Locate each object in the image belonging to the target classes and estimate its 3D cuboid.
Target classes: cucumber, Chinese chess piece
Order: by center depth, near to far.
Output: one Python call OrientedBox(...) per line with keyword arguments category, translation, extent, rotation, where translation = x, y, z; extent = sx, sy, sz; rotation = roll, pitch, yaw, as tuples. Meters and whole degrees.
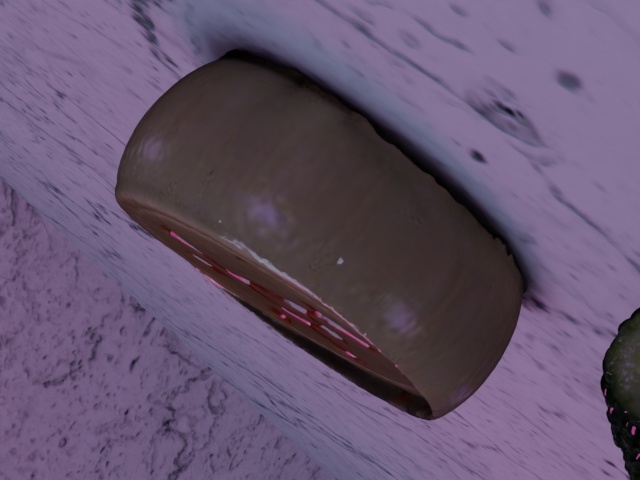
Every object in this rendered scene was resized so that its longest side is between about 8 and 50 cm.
OrientedBox(category="cucumber", translation=(0.181, 0.094, 0.778), extent=(0.077, 0.077, 0.265), rotation=(34, 169, 23))
OrientedBox(category="Chinese chess piece", translation=(0.000, 0.000, 0.912), extent=(0.250, 0.103, 0.250), rotation=(35, 170, 7))
